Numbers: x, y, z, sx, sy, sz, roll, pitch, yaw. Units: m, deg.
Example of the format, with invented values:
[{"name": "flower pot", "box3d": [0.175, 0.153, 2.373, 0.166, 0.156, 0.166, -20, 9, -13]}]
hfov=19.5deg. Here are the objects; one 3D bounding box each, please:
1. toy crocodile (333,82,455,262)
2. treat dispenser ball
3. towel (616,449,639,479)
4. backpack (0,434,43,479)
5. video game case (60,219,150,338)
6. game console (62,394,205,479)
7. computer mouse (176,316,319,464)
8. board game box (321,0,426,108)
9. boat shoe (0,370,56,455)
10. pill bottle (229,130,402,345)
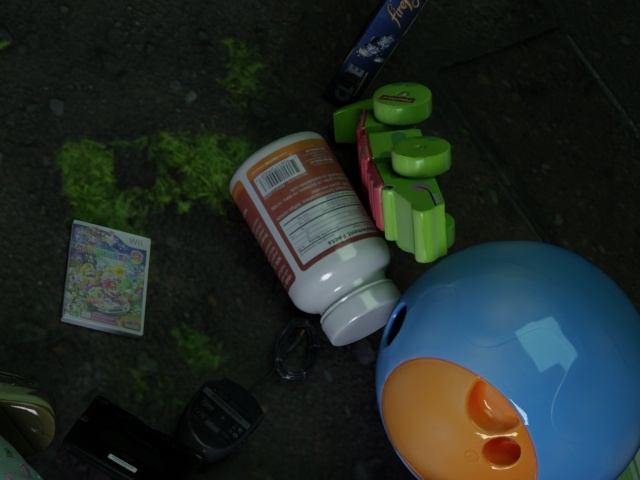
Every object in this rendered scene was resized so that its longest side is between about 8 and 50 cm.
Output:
[{"name": "toy crocodile", "box3d": [0.083, -0.078, 2.039, 0.105, 0.115, 0.340, -7, 30, -4]}, {"name": "treat dispenser ball", "box3d": [0.199, 0.143, 1.916, 0.288, 0.288, 0.288, 13, 54, -19]}, {"name": "towel", "box3d": [0.344, 0.252, 2.096, 0.152, 0.023, 0.113, 3, 60, -28]}, {"name": "backpack", "box3d": [-0.327, 0.229, 1.669, 0.182, 0.115, 0.152, 50, 28, -22]}, {"name": "video game case", "box3d": [-0.223, 0.040, 1.947, 0.087, 0.011, 0.122, 14, 54, -18]}, {"name": "game console", "box3d": [-0.179, 0.210, 1.800, 0.122, 0.071, 0.107, 28, 45, 7]}, {"name": "computer mouse", "box3d": [-0.073, 0.156, 1.937, 0.071, 0.041, 0.242, 43, 43, 6]}, {"name": "board game box", "box3d": [0.094, -0.277, 2.171, 0.042, 0.243, 0.165, 33, 49, -3]}, {"name": "boat shoe", "box3d": [-0.360, 0.151, 1.767, 0.223, 0.080, 0.073, 10, 22, -5]}, {"name": "pill bottle", "box3d": [0.000, 0.000, 2.018, 0.121, 0.121, 0.216, -18, 69, -35]}]
